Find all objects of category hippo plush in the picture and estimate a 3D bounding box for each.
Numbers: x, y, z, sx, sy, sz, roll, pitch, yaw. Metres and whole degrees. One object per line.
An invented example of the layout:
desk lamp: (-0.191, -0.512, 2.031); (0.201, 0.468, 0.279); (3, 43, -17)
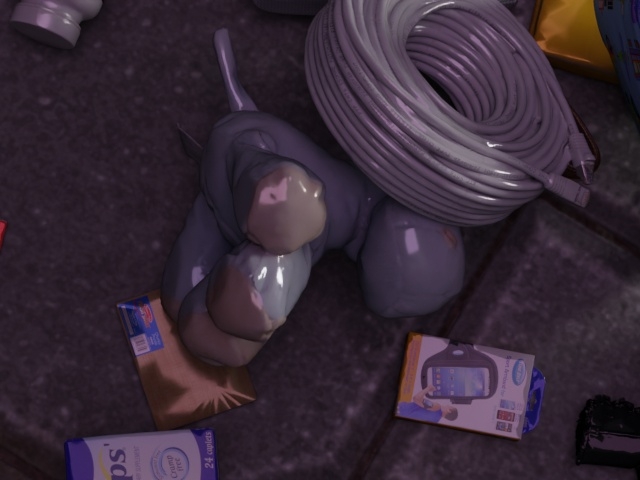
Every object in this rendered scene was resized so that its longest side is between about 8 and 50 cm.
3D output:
hippo plush: (0.000, 0.000, 1.798); (0.236, 0.294, 0.234); (12, 120, -22)

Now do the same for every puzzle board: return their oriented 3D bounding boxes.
puzzle board: (-0.124, 0.103, 1.845); (0.096, 0.011, 0.128); (-19, 82, -6)

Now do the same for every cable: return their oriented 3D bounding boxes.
cable: (0.105, -0.134, 1.751); (0.257, 0.089, 0.257); (13, 49, -33)

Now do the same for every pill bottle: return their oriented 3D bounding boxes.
pill bottle: (-0.233, -0.260, 1.858); (0.086, 0.086, 0.152); (20, 80, 0)

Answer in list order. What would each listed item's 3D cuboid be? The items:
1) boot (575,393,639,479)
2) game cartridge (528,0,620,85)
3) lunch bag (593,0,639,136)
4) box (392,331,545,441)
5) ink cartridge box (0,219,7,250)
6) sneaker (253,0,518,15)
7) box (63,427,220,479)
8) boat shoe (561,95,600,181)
boot: (0.283, 0.204, 1.838); (0.099, 0.045, 0.121); (12, 73, -4)
game cartridge: (0.384, -0.265, 1.923); (0.324, 0.052, 0.285); (16, 80, -4)
lunch bag: (0.326, -0.125, 1.765); (0.138, 0.221, 0.293); (-34, 98, 4)
box: (0.140, 0.137, 1.848); (0.136, 0.028, 0.081); (10, 80, 0)
ink cartridge box: (-0.445, 0.088, 1.798); (0.261, 0.066, 0.296); (12, 80, -1)
sneaker: (0.061, -0.263, 1.877); (0.258, 0.094, 0.091); (4, 66, -10)
box: (-0.157, 0.237, 1.789); (0.137, 0.072, 0.126); (-5, 80, -4)
boat shoe: (0.196, -0.128, 1.878); (0.064, 0.060, 0.178); (-41, 86, -9)
